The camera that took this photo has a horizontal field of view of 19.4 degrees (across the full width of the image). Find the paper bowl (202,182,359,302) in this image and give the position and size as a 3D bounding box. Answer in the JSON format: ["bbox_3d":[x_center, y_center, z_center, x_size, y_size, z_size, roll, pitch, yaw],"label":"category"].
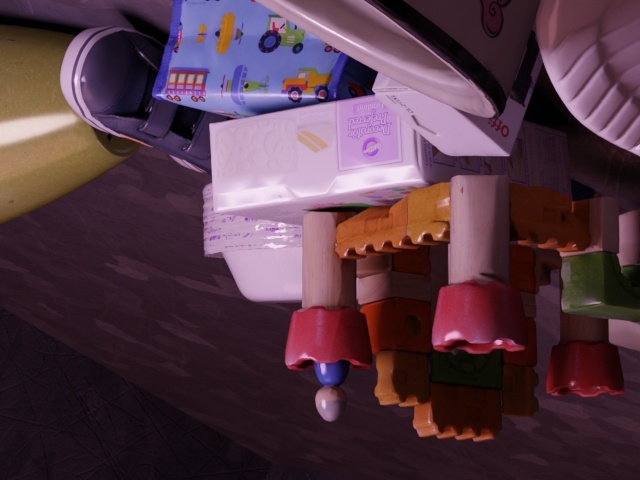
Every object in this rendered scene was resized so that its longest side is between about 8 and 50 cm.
[{"bbox_3d":[0.000,0.000,2.259,0.284,0.148,0.284,-1,178,0],"label":"paper bowl"}]

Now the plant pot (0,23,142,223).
[{"bbox_3d":[-0.365,-0.148,2.251,0.294,0.274,0.275,-7,152,29],"label":"plant pot"}]

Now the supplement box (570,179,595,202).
[{"bbox_3d":[0.256,-0.040,2.160,0.083,0.056,0.083,24,163,-12],"label":"supplement box"}]

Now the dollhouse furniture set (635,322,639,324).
[{"bbox_3d":[0.439,0.029,2.001,0.198,0.151,0.301,21,163,-3],"label":"dollhouse furniture set"}]

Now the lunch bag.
[{"bbox_3d":[0.003,-0.163,1.971,0.221,0.138,0.293,4,167,31],"label":"lunch bag"}]

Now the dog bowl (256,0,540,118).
[{"bbox_3d":[0.001,-0.259,1.423,0.408,0.150,0.408,32,180,0],"label":"dog bowl"}]

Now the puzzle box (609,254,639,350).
[{"bbox_3d":[0.526,0.110,2.335,0.409,0.052,0.272,14,162,18],"label":"puzzle box"}]

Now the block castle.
[{"bbox_3d":[0.211,0.084,1.843,0.453,0.212,0.303,9,167,-39],"label":"block castle"}]

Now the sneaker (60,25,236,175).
[{"bbox_3d":[-0.162,-0.157,2.165,0.127,0.126,0.321,14,174,33],"label":"sneaker"}]

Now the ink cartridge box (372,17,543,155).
[{"bbox_3d":[0.135,-0.177,1.653,0.072,0.175,0.127,4,157,44],"label":"ink cartridge box"}]

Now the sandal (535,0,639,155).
[{"bbox_3d":[0.311,-0.151,1.647,0.416,0.169,0.102,35,-162,-41],"label":"sandal"}]

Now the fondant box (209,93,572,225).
[{"bbox_3d":[0.079,-0.071,1.895,0.238,0.096,0.330,-8,173,32],"label":"fondant box"}]
